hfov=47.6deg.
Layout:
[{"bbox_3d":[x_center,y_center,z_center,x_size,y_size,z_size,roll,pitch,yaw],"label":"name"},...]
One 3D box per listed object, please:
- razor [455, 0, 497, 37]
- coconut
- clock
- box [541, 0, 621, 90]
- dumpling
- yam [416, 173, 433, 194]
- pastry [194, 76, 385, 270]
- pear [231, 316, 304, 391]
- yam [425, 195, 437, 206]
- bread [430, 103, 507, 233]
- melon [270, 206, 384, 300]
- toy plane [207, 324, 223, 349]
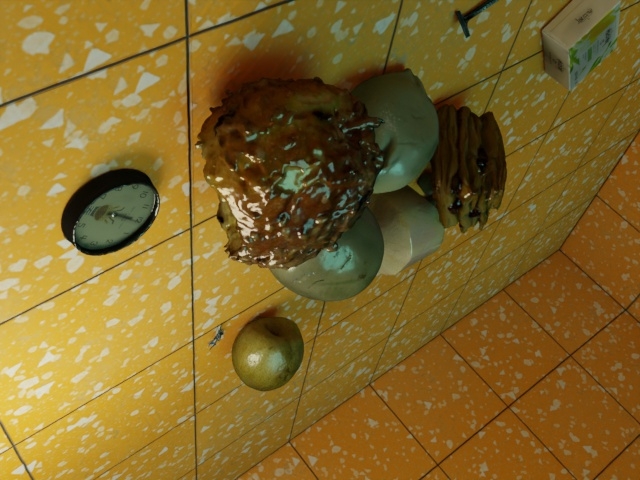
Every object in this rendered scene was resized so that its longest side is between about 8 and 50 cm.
[{"bbox_3d":[0.381,-0.541,1.662,0.190,0.033,0.066,-39,115,-16],"label":"razor"},{"bbox_3d":[0.198,-0.028,2.001,0.244,0.239,0.239,-20,148,-40],"label":"coconut"},{"bbox_3d":[-0.374,-0.048,1.310,0.184,0.040,0.184,-34,155,-18],"label":"clock"},{"bbox_3d":[0.737,-0.572,2.054,0.194,0.111,0.260,-45,154,5],"label":"box"},{"bbox_3d":[0.148,-0.210,1.570,0.320,0.212,0.270,-28,123,-32],"label":"dumpling"},{"bbox_3d":[0.358,-0.170,2.200,0.169,0.068,0.068,-8,139,-51],"label":"yam"},{"bbox_3d":[-0.049,-0.131,1.353,0.337,0.292,0.405,-19,145,-10],"label":"pastry"},{"bbox_3d":[-0.157,0.334,2.103,0.228,0.188,0.211,-13,131,-48],"label":"pear"},{"bbox_3d":[0.342,-0.101,2.290,0.146,0.070,0.070,-30,153,-30],"label":"yam"},{"bbox_3d":[0.404,-0.178,1.953,0.191,0.314,0.370,-6,157,15],"label":"bread"},{"bbox_3d":[0.000,0.000,1.694,0.268,0.268,0.330,-49,136,14],"label":"melon"},{"bbox_3d":[-0.286,0.266,1.998,0.084,0.024,0.078,-58,170,31],"label":"toy plane"}]
